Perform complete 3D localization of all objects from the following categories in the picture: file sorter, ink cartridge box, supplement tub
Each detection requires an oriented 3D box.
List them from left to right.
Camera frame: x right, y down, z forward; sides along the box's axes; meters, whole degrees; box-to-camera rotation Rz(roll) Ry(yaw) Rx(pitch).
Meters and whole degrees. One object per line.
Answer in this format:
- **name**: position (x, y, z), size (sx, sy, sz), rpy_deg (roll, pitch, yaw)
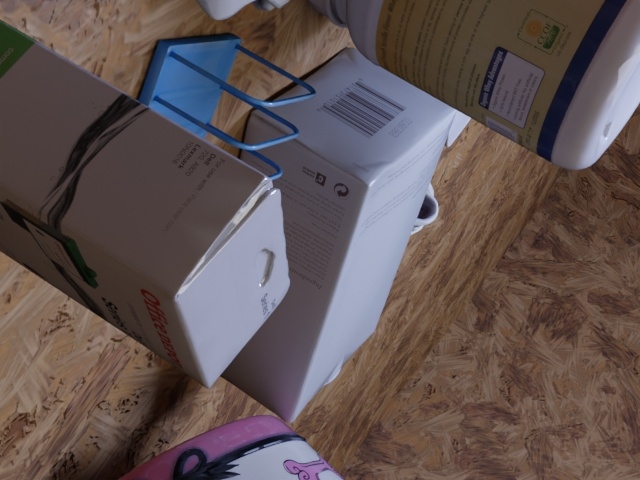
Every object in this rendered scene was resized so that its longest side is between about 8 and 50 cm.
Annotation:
- **ink cartridge box**: position (-0.136, -0.021, 0.654), size (0.093, 0.219, 0.160), rpy_deg (-53, 163, -20)
- **file sorter**: position (-0.092, -0.074, 0.901), size (0.118, 0.104, 0.170), rpy_deg (-28, 145, -62)
- **supplement tub**: position (0.167, -0.233, 1.001), size (0.228, 0.316, 0.228), rpy_deg (-51, 163, -23)

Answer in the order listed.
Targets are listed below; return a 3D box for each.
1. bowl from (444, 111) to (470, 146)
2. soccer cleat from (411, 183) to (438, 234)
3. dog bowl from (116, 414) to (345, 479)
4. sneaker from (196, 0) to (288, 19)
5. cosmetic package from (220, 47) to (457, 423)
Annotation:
- **bowl**: position (0.213, -0.230, 1.629), size (0.142, 0.053, 0.142), rpy_deg (-53, 162, -20)
- **soccer cleat**: position (0.090, -0.039, 1.440), size (0.116, 0.143, 0.331), rpy_deg (-55, 164, -13)
- **dog bowl**: position (-0.153, 0.356, 1.216), size (0.408, 0.150, 0.408), rpy_deg (-30, 159, -12)
- **sneaker**: position (-0.026, -0.245, 0.852), size (0.232, 0.090, 0.115), rpy_deg (-32, 157, -40)
- **cosmetic package**: position (0.000, 0.000, 1.229), size (0.217, 0.156, 0.385), rpy_deg (-41, 157, -46)
